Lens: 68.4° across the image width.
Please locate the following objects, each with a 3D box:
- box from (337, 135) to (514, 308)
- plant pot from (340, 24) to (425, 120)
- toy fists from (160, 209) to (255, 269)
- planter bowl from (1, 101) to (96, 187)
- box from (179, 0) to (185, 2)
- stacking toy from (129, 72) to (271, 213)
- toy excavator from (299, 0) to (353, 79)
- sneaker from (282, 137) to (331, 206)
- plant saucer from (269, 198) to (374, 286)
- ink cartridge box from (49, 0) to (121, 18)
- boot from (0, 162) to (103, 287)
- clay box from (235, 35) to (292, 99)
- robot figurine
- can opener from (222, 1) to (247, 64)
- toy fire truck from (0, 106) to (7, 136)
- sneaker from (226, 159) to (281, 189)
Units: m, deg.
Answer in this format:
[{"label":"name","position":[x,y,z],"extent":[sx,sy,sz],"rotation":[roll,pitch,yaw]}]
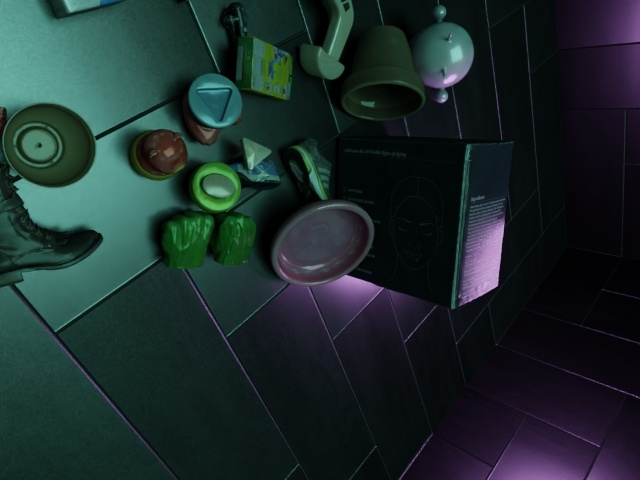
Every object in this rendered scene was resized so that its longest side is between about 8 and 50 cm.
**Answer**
[{"label":"box","position":[0.315,-0.094,1.531],"extent":[0.297,0.480,0.471],"rotation":[-15,112,-42]},{"label":"plant pot","position":[0.199,-0.536,1.486],"extent":[0.263,0.263,0.229],"rotation":[13,75,-45]},{"label":"toy fists","position":[-0.291,-0.013,1.246],"extent":[0.279,0.096,0.142],"rotation":[-2,115,-45]},{"label":"planter bowl","position":[-0.548,-0.190,0.936],"extent":[0.162,0.109,0.162],"rotation":[-13,109,-42]},{"label":"box","position":[-0.300,-0.683,1.086],"extent":[0.184,0.045,0.190],"rotation":[-47,128,-28]},{"label":"stacking toy","position":[-0.259,-0.229,1.136],"extent":[0.279,0.130,0.309],"rotation":[42,69,-22]},{"label":"toy excavator","position":[0.047,-0.738,1.287],"extent":[0.433,0.222,0.445],"rotation":[-53,141,-12]},{"label":"sneaker","position":[-0.003,-0.184,1.468],"extent":[0.121,0.111,0.300],"rotation":[-47,131,-30]},{"label":"plant saucer","position":[0.000,0.000,1.452],"extent":[0.332,0.084,0.332],"rotation":[-13,134,-14]},{"label":"ink cartridge box","position":[-0.484,-0.554,0.919],"extent":[0.140,0.082,0.190],"rotation":[-36,122,-32]},{"label":"boot","position":[-0.596,-0.044,0.946],"extent":[0.263,0.091,0.229],"rotation":[-26,117,-36]},{"label":"clay box","position":[-0.144,-0.451,1.256],"extent":[0.222,0.053,0.127],"rotation":[-19,117,-66]},{"label":"robot figurine","position":[0.394,-0.621,1.581],"extent":[0.353,0.200,0.299],"rotation":[-80,162,-68]},{"label":"can opener","position":[-0.205,-0.513,1.214],"extent":[0.073,0.059,0.186],"rotation":[-24,117,-38]},{"label":"toy fire truck","position":[-0.680,-0.188,0.855],"extent":[0.192,0.047,0.135],"rotation":[-5,105,-44]},{"label":"sneaker","position":[-0.210,-0.189,1.300],"extent":[0.211,0.080,0.081],"rotation":[1,73,-41]}]
